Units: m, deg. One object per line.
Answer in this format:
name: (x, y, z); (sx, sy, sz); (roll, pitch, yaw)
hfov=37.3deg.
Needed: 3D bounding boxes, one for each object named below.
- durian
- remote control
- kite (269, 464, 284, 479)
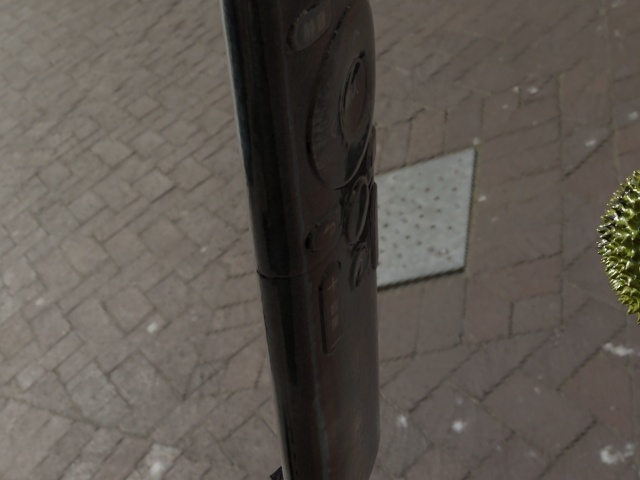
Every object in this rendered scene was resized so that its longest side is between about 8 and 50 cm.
durian: (0.363, 0.009, 0.972); (0.159, 0.198, 0.146); (15, 26, 6)
remote control: (0.000, 0.000, 0.452); (0.044, 0.377, 0.107); (8, 41, 14)
kite: (-0.006, 0.155, 0.663); (0.090, 0.122, 0.004); (-9, 40, -48)
